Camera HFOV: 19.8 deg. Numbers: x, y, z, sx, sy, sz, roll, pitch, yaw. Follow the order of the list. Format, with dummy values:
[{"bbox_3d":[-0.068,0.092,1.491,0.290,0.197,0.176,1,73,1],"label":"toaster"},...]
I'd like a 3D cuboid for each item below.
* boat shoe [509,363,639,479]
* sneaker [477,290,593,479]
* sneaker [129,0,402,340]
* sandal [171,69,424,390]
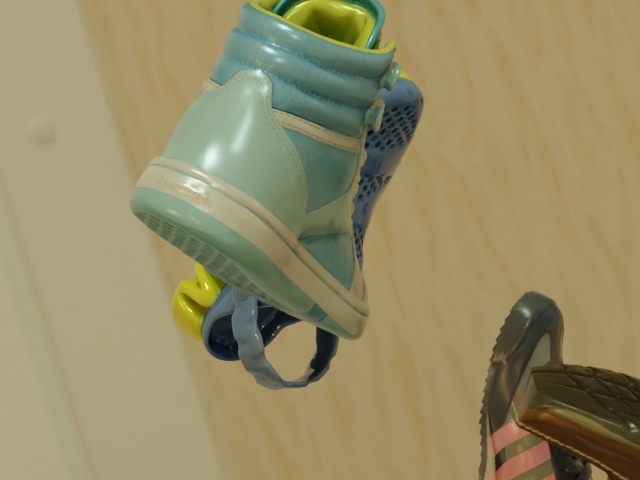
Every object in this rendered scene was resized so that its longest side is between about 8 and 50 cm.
[{"bbox_3d":[0.315,0.213,1.611,0.324,0.120,0.122,22,19,-7],"label":"boat shoe"},{"bbox_3d":[0.224,0.211,1.767,0.131,0.319,0.112,11,12,31],"label":"sneaker"},{"bbox_3d":[0.000,-0.055,1.259,0.127,0.208,0.319,25,-7,18],"label":"sneaker"},{"bbox_3d":[0.000,0.000,1.476,0.126,0.138,0.317,2,-51,-37],"label":"sandal"}]
